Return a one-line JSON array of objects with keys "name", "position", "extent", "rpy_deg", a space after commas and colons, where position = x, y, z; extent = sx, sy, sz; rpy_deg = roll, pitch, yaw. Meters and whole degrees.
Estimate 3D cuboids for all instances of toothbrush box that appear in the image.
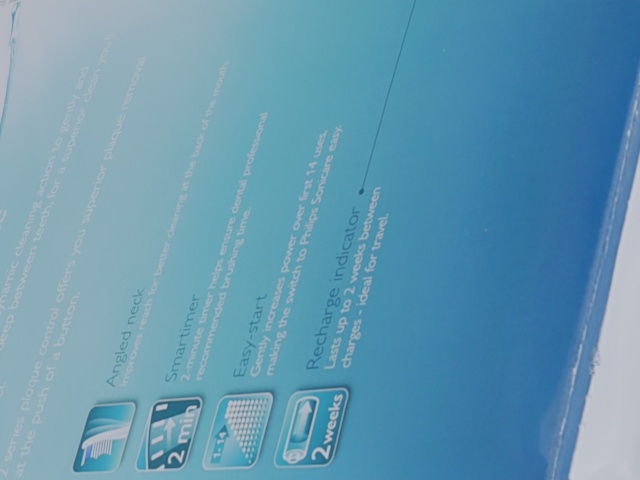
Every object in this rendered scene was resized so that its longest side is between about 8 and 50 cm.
[{"name": "toothbrush box", "position": [0.000, 0.000, 0.514], "extent": [0.126, 0.295, 0.216], "rpy_deg": [37, 58, -38]}]
